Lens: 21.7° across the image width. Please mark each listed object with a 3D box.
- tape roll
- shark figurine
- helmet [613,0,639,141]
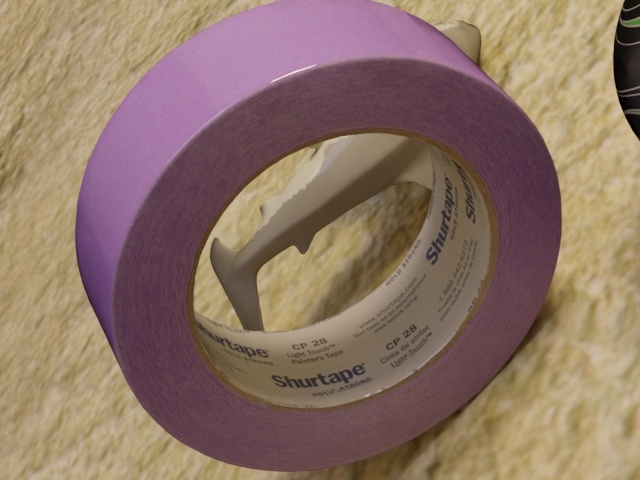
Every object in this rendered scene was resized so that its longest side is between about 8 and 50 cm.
[{"bbox_3d":[0.000,0.000,0.980,0.275,0.275,0.090,-48,36,8],"label":"tape roll"},{"bbox_3d":[0.038,-0.037,1.127,0.278,0.116,0.166,-48,2,-5],"label":"shark figurine"},{"bbox_3d":[0.241,-0.102,0.893,0.169,0.169,0.161,-42,21,16],"label":"helmet"}]
